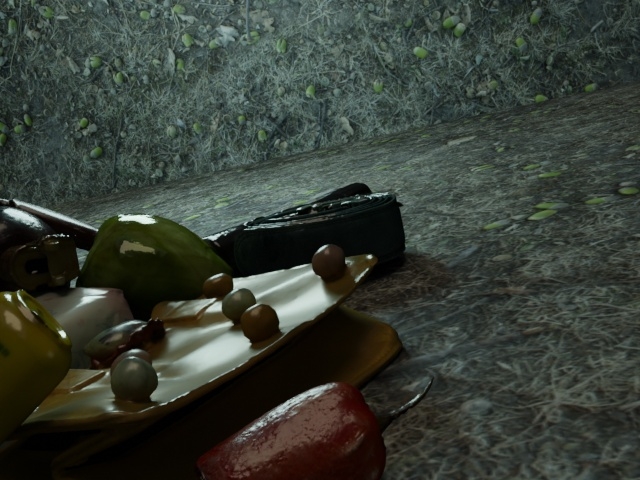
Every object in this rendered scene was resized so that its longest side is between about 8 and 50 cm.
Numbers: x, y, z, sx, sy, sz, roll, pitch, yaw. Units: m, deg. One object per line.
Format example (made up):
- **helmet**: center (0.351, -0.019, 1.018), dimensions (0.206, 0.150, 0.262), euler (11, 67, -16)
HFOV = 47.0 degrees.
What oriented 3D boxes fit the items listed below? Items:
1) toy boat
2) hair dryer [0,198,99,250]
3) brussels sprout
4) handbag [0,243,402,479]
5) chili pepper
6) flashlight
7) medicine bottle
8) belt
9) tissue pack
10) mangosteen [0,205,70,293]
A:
- **toy boat**: center (-0.374, 0.029, 0.966), dimensions (0.088, 0.068, 0.226), euler (-14, 6, -31)
- **hair dryer**: center (-0.451, -0.007, 1.299), dimensions (0.340, 0.123, 0.312), euler (20, 6, -9)
- **brussels sprout**: center (-0.220, 0.047, 1.010), dimensions (0.223, 0.161, 0.223), euler (8, 2, 0)
- **handbag**: center (-0.131, 0.125, 0.735), dimensions (0.283, 0.133, 0.401), euler (-10, 12, 39)
- **chili pepper**: center (0.008, 0.150, 0.545), dimensions (0.192, 0.086, 0.084), euler (-27, -12, -16)
- **flashlight**: center (-0.046, -0.017, 1.314), dimensions (0.103, 0.103, 0.424), euler (-2, 15, 41)
- **medicine bottle**: center (-0.319, 0.171, 0.560), dimensions (0.309, 0.076, 0.111), euler (-48, 43, -9)
- **belt**: center (0.000, 0.000, 1.126), dimensions (0.267, 0.116, 0.206), euler (-13, 10, -11)
- **tissue pack**: center (-0.364, 0.152, 0.841), dimensions (0.201, 0.124, 0.271), euler (-1, 17, 30)
- **mangosteen**: center (-0.513, 0.061, 1.182), dimensions (0.231, 0.231, 0.289), euler (-15, -2, -8)
